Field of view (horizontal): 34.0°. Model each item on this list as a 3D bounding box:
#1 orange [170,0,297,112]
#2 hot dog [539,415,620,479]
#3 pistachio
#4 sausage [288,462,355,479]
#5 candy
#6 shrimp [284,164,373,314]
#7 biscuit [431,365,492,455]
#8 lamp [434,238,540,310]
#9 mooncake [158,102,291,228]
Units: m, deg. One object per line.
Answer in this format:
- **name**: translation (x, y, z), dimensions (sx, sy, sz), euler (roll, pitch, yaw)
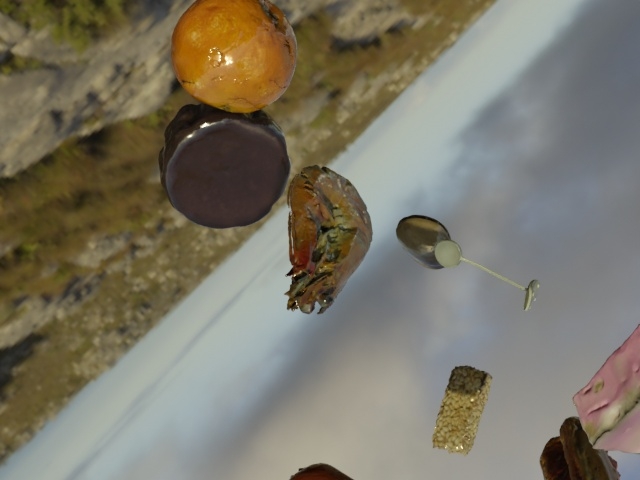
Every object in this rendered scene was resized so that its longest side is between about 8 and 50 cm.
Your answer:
- **orange**: translation (-0.167, -0.362, 2.027), dimensions (0.246, 0.246, 0.246), euler (-45, -178, 2)
- **hot dog**: translation (0.511, 0.473, 2.004), dimensions (0.158, 0.117, 0.349), euler (-61, -172, 20)
- **pistachio**: translation (0.242, 0.000, 2.420), dimensions (0.113, 0.149, 0.113), euler (-55, 172, -12)
- **sausage**: translation (0.082, 0.405, 1.403), dimensions (0.097, 0.348, 0.094), euler (-37, 143, -30)
- **candy**: translation (0.549, 0.238, 1.708), dimensions (0.115, 0.156, 0.265), euler (-104, -148, -43)
- **shrimp**: translation (-0.001, 0.001, 1.390), dimensions (0.062, 0.154, 0.294), euler (-31, -159, 29)
- **biscuit**: translation (0.264, 0.313, 1.932), dimensions (0.070, 0.082, 0.168), euler (36, 69, -59)
- **lamp**: translation (0.273, 0.055, 1.755), dimensions (0.056, 0.198, 0.050), euler (-30, 138, -51)
- **mooncake**: translation (-0.202, -0.167, 2.212), dimensions (0.283, 0.283, 0.141), euler (-45, -153, 20)
